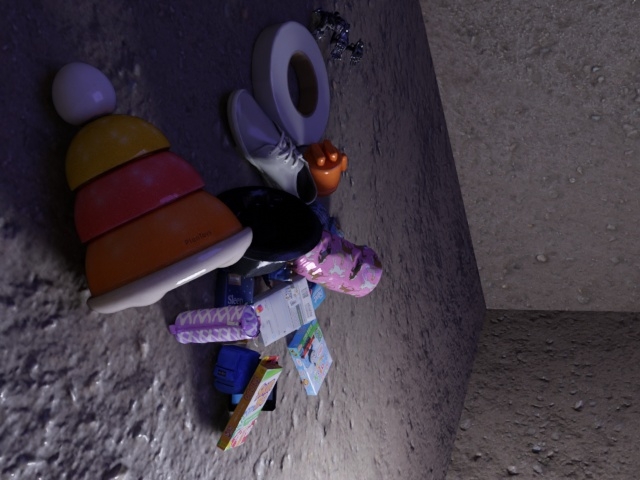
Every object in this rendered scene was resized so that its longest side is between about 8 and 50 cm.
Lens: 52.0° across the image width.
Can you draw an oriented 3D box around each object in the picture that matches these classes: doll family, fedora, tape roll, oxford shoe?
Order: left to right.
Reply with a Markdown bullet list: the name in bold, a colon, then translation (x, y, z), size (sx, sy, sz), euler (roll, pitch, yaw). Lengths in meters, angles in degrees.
- **fedora**: translation (-0.158, -0.005, 1.744), size (0.334, 0.334, 0.152), euler (-50, 162, -53)
- **doll family**: translation (-0.139, 0.041, 1.889), size (0.076, 0.112, 0.192), euler (109, -21, -65)
- **oxford shoe**: translation (-0.129, -0.258, 1.902), size (0.449, 0.130, 0.169), euler (59, 40, -41)
- **tape roll**: translation (-0.084, -0.485, 2.065), size (0.392, 0.072, 0.391), euler (10, 78, -62)

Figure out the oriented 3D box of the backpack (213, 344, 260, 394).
- **backpack**: translation (-0.230, 0.338, 1.702), size (0.101, 0.098, 0.120), euler (15, 87, -58)

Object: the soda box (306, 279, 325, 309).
- **soda box**: translation (-0.061, 0.198, 2.070), size (0.210, 0.067, 0.071), euler (-46, 129, -55)

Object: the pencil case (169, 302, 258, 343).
- **pencil case**: translation (-0.247, 0.201, 1.558), size (0.088, 0.206, 0.086), euler (-24, 103, -67)

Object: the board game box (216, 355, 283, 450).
- **board game box**: translation (-0.178, 0.423, 1.722), size (0.259, 0.039, 0.124), euler (-65, 162, -1)

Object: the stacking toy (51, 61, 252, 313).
- **stacking toy**: translation (-0.375, -0.127, 1.294), size (0.351, 0.351, 0.479), euler (-33, 101, -59)

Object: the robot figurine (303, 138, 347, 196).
- **robot figurine**: translation (0.002, -0.226, 2.116), size (0.158, 0.128, 0.219), euler (-60, 167, -31)

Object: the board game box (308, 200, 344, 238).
- **board game box**: translation (0.000, 0.000, 2.210), size (0.194, 0.060, 0.194), euler (56, 40, -46)

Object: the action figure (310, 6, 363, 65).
- **action figure**: translation (0.043, -0.704, 2.256), size (0.164, 0.141, 0.275), euler (19, 28, -34)

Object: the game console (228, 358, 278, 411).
- **game console**: translation (-0.183, 0.398, 1.804), size (0.085, 0.124, 0.143), euler (87, 5, -81)

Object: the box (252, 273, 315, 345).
- **box**: translation (-0.111, 0.202, 1.911), size (0.186, 0.038, 0.145), euler (-27, 116, -30)

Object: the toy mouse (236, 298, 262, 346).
- **toy mouse**: translation (-0.196, 0.213, 1.763), size (0.161, 0.031, 0.143), euler (62, 38, -42)

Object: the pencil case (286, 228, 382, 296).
- **pencil case**: translation (0.027, 0.056, 2.070), size (0.386, 0.160, 0.167), euler (24, 43, -45)

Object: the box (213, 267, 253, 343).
- **box**: translation (-0.232, 0.166, 1.772), size (0.136, 0.037, 0.225), euler (14, 74, -62)

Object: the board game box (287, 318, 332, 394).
- **board game box**: translation (-0.031, 0.374, 2.149), size (0.160, 0.039, 0.211), euler (-59, 139, -47)
